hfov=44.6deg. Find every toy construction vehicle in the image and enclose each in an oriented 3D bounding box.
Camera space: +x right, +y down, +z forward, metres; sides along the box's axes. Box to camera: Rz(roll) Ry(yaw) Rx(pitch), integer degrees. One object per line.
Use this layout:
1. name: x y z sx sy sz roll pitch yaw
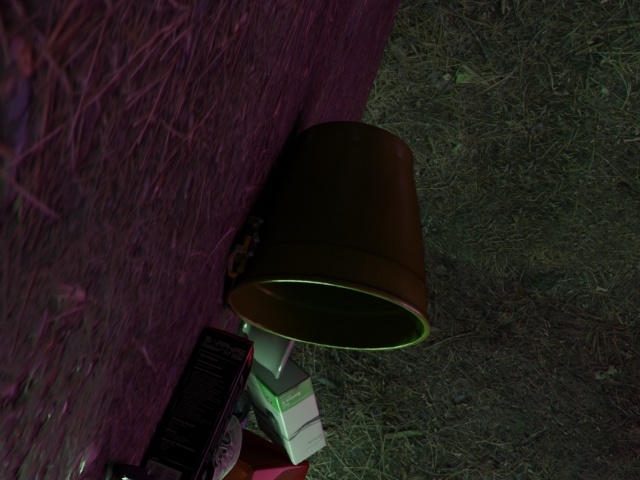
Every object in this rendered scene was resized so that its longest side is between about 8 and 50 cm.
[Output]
1. toy construction vehicle: -0.125 0.008 1.278 0.086 0.035 0.098 -110 -136 -77

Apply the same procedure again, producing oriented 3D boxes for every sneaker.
1. sneaker: -0.279 0.580 2.068 0.115 0.105 0.281 109 4 -51
2. sneaker: -0.265 0.528 2.372 0.086 0.085 0.237 -47 166 -35

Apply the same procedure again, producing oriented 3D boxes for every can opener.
1. can opener: -0.244 0.316 1.011 0.059 0.073 0.186 -59 165 -23

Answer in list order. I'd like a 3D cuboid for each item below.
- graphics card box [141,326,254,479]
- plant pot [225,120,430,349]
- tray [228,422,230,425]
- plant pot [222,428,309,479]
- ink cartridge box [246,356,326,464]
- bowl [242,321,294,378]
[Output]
1. graphics card box: -0.224 0.350 1.323 0.232 0.094 0.370 108 3 -67
2. plant pot: 0.039 -0.019 1.460 0.366 0.367 0.352 107 -6 -67
3. tray: -0.266 0.476 1.708 0.145 0.030 0.270 -44 -172 22
4. plant pot: -0.236 0.706 2.246 0.236 0.267 0.267 31 79 -59
5. ink cartridge box: -0.107 0.464 2.232 0.122 0.211 0.289 -29 127 -24
6. bowl: -0.112 0.191 1.993 0.298 0.134 0.297 21 90 -87
